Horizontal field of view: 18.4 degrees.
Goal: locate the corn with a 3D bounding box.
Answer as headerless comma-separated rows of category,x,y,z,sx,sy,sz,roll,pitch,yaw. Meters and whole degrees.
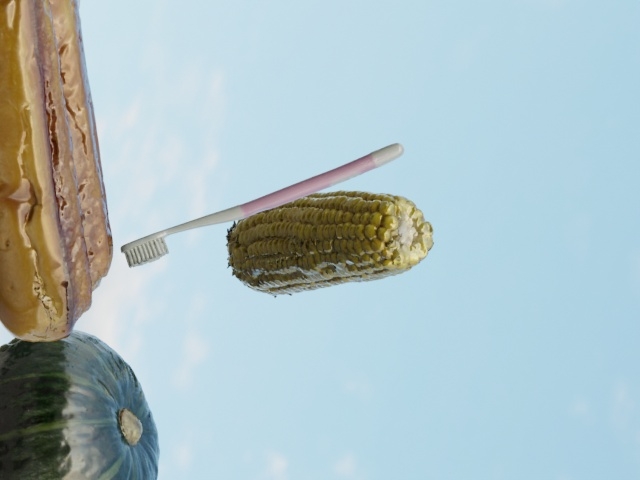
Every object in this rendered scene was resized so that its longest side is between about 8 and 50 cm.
corn,0.000,0.000,2.144,0.317,0.115,0.115,-11,-119,54

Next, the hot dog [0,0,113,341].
hot dog,-0.242,-0.091,1.538,0.158,0.117,0.349,-71,155,-73

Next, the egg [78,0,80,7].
egg,-0.393,-0.269,2.026,0.354,0.340,0.354,-33,-169,7

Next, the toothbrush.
toothbrush,-0.053,-0.034,1.874,0.020,0.286,0.025,66,3,-79

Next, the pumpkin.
pumpkin,-0.227,0.180,1.725,0.152,0.212,0.212,-23,-139,13
